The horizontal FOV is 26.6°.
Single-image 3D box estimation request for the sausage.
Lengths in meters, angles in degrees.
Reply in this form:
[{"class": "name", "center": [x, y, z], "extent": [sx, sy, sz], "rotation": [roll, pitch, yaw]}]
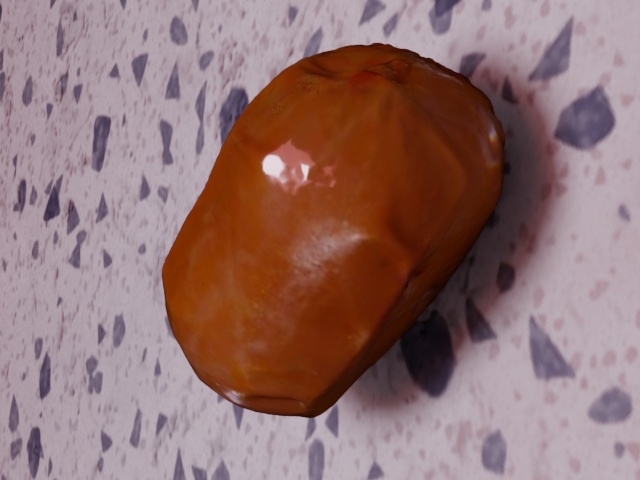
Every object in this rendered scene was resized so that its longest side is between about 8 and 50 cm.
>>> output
[{"class": "sausage", "center": [0.001, 0.001, 0.814], "extent": [0.141, 0.153, 0.268], "rotation": [45, 129, 12]}]
